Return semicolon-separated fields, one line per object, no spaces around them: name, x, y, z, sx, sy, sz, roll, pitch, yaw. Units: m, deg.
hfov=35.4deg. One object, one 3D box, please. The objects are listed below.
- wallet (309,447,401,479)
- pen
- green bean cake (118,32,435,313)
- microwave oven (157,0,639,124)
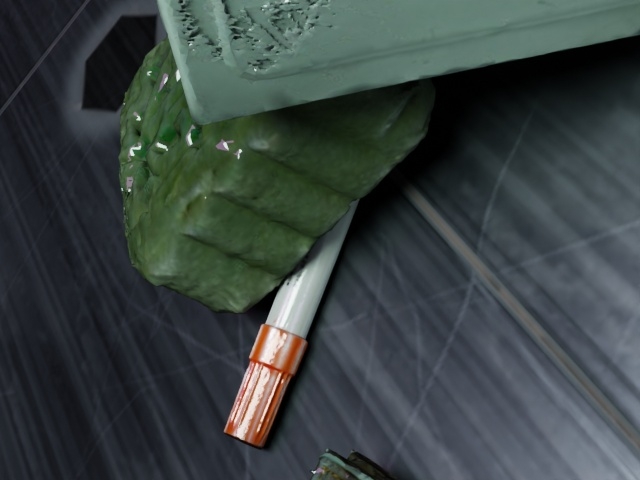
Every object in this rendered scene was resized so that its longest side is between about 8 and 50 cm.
wallet;-0.006;0.264;0.423;0.169;0.044;0.317;27;90;42
pen;0.000;0.000;0.560;0.028;0.028;0.239;12;77;44
green bean cake;-0.040;-0.075;0.567;0.185;0.094;0.183;-49;36;27
microwave oven;0.063;-0.203;0.392;0.295;0.237;0.181;-12;56;-2
